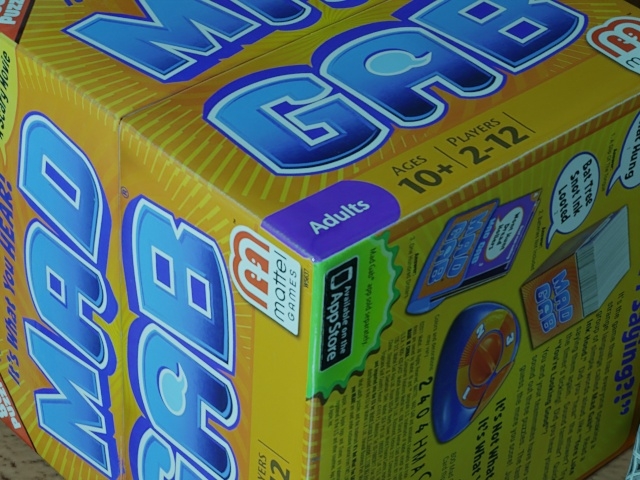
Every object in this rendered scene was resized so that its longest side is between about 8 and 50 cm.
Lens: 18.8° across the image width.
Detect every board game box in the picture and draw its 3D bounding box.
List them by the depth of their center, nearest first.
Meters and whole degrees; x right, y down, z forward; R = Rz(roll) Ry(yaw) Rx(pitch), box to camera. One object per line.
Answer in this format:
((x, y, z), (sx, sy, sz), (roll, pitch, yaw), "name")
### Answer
((0.000, 0.000, 1.351), (0.356, 0.356, 0.356), (-27, 47, -34), "board game box")

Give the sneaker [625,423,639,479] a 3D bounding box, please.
((0.253, 0.169, 1.376), (0.084, 0.083, 0.215), (9, 39, 6), "sneaker")
